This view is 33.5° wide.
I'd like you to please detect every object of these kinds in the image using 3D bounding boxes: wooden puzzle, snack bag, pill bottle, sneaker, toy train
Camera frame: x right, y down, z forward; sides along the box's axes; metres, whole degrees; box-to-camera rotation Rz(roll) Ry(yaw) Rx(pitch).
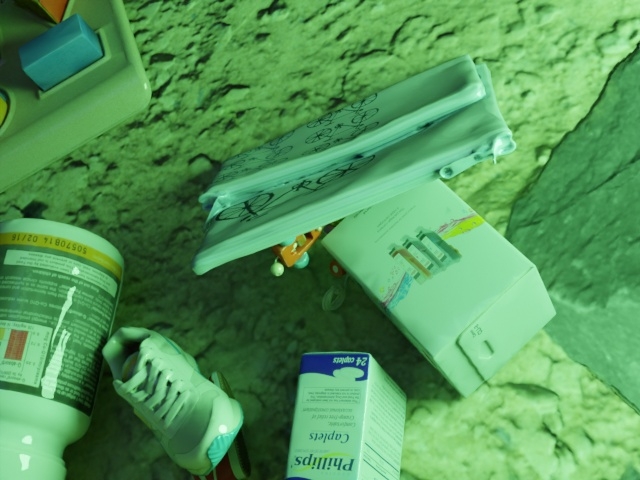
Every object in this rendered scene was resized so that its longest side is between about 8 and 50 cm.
[{"bbox_3d":[-0.411,-0.250,1.425,0.322,0.080,0.348,-28,58,8],"label":"wooden puzzle"},{"bbox_3d":[0.023,-0.086,1.061,0.323,0.037,0.342,-21,18,12],"label":"snack bag"},{"bbox_3d":[-0.315,0.129,1.147,0.162,0.162,0.278,-2,64,23],"label":"pill bottle"},{"bbox_3d":[-0.153,0.156,1.055,0.087,0.092,0.228,-55,31,-3],"label":"sneaker"},{"bbox_3d":[0.000,0.000,1.071,0.046,0.166,0.125,36,80,30],"label":"toy train"},{"bbox_3d":[-0.116,0.196,1.098,0.067,0.042,0.118,-21,61,9],"label":"sneaker"}]

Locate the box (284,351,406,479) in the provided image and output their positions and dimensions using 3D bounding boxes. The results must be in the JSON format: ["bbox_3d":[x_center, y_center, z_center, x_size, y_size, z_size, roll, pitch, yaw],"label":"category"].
[{"bbox_3d":[0.026,0.188,0.990,0.072,0.126,0.137,-3,64,21],"label":"box"}]

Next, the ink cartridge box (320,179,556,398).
[{"bbox_3d":[0.116,0.037,1.026,0.127,0.128,0.176,-42,58,-1],"label":"ink cartridge box"}]
